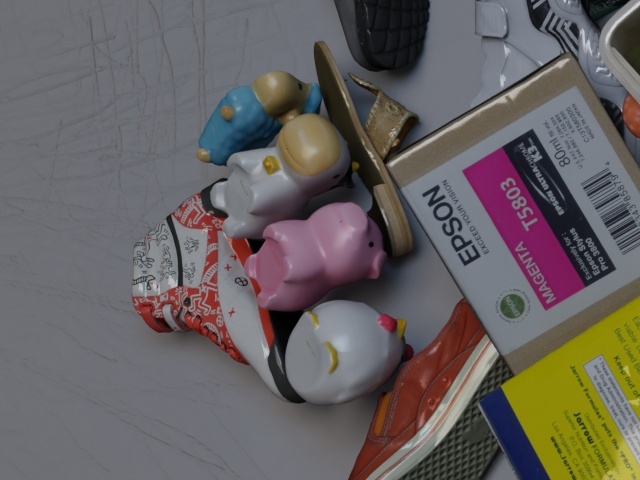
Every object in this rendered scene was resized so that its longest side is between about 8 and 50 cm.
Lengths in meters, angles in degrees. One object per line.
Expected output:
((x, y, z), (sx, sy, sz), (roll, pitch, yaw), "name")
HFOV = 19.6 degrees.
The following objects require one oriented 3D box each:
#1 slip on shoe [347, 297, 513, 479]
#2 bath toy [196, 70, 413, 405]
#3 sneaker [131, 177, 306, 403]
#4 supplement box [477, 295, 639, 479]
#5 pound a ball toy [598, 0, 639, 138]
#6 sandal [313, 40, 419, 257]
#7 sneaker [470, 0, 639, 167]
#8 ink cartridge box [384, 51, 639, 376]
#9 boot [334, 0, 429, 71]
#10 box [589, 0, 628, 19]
((0.091, 0.193, 1.764), (0.331, 0.123, 0.101), (-54, 45, 0), "slip on shoe")
((0.000, 0.000, 1.821), (0.151, 0.129, 0.348), (-50, 51, 42), "bath toy")
((-0.105, 0.079, 1.907), (0.145, 0.090, 0.270), (-32, 60, 17), "sneaker")
((0.354, 0.138, 1.591), (0.357, 0.194, 0.195), (-34, 63, 15), "supplement box")
((0.353, -0.094, 1.584), (0.136, 0.319, 0.208), (-41, 62, 12), "pound a ball toy")
((0.068, -0.101, 1.890), (0.079, 0.088, 0.240), (-17, 73, -11), "sandal")
((0.173, -0.164, 1.759), (0.210, 0.137, 0.365), (-28, 89, 21), "sneaker")
((0.197, -0.021, 1.647), (0.193, 0.088, 0.234), (-32, 93, 4), "ink cartridge box")
((-0.017, -0.310, 1.973), (0.223, 0.118, 0.338), (-20, 71, 34), "boot")
((0.297, -0.360, 1.840), (0.322, 0.058, 0.232), (-30, 64, 19), "box")
